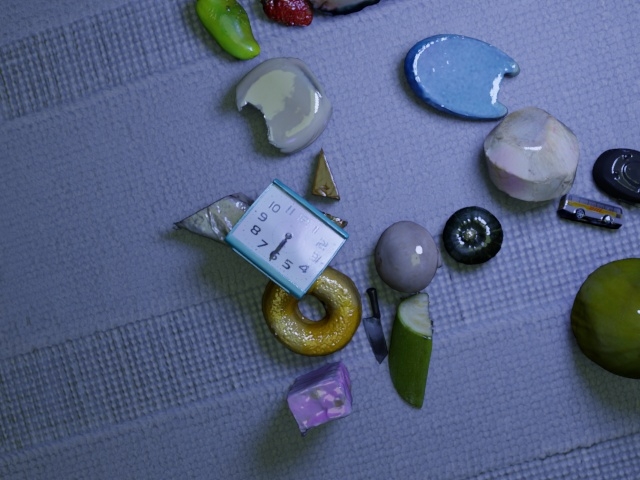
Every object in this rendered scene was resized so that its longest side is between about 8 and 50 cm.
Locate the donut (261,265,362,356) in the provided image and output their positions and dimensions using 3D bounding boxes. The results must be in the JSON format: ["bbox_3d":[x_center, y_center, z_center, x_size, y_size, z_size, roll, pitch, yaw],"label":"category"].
[{"bbox_3d":[-0.028,0.202,1.675,0.303,0.110,0.303,0,92,2],"label":"donut"}]

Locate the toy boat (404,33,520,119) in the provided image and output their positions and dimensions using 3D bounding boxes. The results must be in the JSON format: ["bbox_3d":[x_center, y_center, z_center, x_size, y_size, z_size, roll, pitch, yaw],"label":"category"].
[{"bbox_3d":[0.390,-0.462,1.640,0.330,0.123,0.215,11,101,-8],"label":"toy boat"}]

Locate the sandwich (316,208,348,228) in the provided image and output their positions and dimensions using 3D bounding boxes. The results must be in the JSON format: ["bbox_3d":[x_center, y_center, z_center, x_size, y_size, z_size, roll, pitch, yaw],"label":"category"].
[{"bbox_3d":[0.000,0.000,1.679,0.113,0.079,0.163,20,92,3],"label":"sandwich"}]

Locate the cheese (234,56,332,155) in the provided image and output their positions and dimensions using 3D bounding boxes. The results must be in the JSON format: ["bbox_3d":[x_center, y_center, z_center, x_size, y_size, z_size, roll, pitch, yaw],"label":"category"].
[{"bbox_3d":[-0.103,-0.385,1.648,0.233,0.127,0.266,-33,89,4],"label":"cheese"}]

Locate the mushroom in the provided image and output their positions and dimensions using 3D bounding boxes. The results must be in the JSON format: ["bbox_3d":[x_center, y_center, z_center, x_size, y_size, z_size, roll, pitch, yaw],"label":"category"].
[{"bbox_3d":[0.260,0.046,1.631,0.204,0.204,0.204,0,92,3],"label":"mushroom"}]

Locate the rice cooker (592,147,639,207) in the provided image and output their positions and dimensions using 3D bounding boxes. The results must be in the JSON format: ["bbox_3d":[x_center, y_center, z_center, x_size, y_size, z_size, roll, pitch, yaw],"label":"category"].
[{"bbox_3d":[0.863,-0.177,1.605,0.203,0.118,0.142,26,93,6],"label":"rice cooker"}]

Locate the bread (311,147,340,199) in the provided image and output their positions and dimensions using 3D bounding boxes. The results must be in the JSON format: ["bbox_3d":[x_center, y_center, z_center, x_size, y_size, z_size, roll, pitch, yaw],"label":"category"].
[{"bbox_3d":[0.028,-0.192,1.674,0.084,0.074,0.139,11,91,3],"label":"bread"}]

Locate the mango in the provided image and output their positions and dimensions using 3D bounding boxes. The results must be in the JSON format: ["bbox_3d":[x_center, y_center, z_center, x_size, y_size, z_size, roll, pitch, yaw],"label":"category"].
[{"bbox_3d":[-0.257,-0.613,1.656,0.233,0.111,0.125,45,98,0],"label":"mango"}]

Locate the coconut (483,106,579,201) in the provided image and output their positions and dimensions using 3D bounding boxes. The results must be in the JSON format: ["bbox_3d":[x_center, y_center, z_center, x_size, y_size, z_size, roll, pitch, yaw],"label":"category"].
[{"bbox_3d":[0.571,-0.222,1.570,0.259,0.259,0.259,0,92,3],"label":"coconut"}]

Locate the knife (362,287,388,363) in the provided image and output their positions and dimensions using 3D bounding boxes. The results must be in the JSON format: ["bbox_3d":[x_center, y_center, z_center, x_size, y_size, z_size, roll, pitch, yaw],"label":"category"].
[{"bbox_3d":[0.158,0.254,1.712,0.060,0.028,0.230,-11,95,16],"label":"knife"}]

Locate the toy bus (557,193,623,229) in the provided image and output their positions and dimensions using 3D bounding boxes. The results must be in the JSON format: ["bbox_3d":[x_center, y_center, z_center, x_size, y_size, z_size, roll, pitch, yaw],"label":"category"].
[{"bbox_3d":[0.768,-0.083,1.646,0.172,0.057,0.072,13,84,3],"label":"toy bus"}]

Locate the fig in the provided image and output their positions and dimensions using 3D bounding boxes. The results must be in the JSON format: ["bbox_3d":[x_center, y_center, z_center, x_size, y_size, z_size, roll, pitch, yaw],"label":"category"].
[{"bbox_3d":[0.837,0.207,1.511,0.343,0.343,0.343,0,92,3],"label":"fig"}]

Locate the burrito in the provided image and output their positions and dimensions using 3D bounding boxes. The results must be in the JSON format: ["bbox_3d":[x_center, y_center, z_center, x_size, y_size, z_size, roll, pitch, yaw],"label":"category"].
[{"bbox_3d":[-0.233,-0.046,1.682,0.347,0.107,0.175,22,78,0],"label":"burrito"}]

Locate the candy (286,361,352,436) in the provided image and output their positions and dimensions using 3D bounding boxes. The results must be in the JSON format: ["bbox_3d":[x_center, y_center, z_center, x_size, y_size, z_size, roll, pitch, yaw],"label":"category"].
[{"bbox_3d":[0.006,0.428,1.605,0.155,0.265,0.116,-25,87,4],"label":"candy"}]

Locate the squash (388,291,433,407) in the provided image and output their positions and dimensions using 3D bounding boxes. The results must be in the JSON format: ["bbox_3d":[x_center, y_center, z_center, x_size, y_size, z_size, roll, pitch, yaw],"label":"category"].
[{"bbox_3d":[0.258,0.321,1.703,0.111,0.203,0.289,2,127,2],"label":"squash"}]

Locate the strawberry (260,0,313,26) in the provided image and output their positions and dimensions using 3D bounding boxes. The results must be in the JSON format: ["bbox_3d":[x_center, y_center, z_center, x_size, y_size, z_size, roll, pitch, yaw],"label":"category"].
[{"bbox_3d":[-0.089,-0.679,1.643,0.148,0.131,0.131,11,93,-22],"label":"strawberry"}]

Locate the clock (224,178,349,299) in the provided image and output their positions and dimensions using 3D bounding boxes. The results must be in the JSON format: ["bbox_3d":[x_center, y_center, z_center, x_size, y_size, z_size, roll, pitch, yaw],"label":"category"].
[{"bbox_3d":[-0.094,0.001,1.585,0.262,0.116,0.231,38,77,2],"label":"clock"}]

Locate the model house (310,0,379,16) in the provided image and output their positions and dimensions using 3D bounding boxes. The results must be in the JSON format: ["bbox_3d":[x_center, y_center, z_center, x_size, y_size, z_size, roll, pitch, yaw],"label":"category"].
[{"bbox_3d":[0.115,-0.899,1.519,0.445,0.395,0.400,-17,68,21],"label":"model house"}]

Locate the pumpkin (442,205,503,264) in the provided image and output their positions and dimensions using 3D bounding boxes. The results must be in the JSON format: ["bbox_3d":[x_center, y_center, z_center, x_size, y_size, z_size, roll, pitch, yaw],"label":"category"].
[{"bbox_3d":[0.429,-0.011,1.633,0.167,0.125,0.167,0,103,2],"label":"pumpkin"}]
